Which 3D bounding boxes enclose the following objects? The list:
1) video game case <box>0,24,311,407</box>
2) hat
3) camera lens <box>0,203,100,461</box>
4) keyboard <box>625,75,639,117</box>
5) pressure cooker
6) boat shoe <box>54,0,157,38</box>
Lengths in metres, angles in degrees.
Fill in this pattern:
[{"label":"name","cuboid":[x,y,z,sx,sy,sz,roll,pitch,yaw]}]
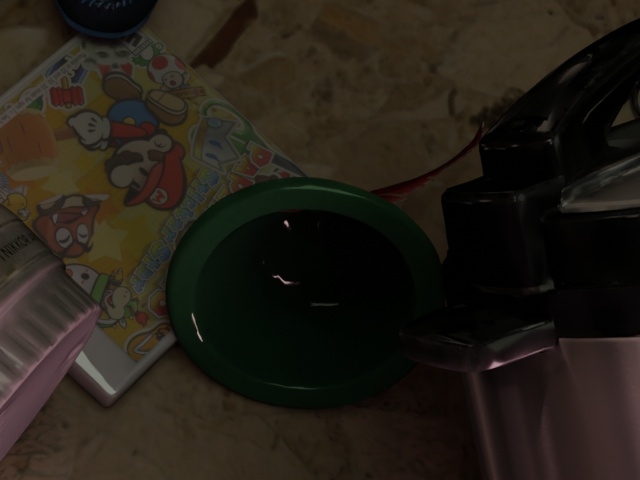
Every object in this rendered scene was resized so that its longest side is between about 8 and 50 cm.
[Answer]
[{"label":"video game case","cuboid":[-0.142,-0.031,1.038,0.206,0.026,0.227,43,60,4]},{"label":"hat","cuboid":[0.000,0.000,1.061,0.209,0.173,0.183,15,27,-10]},{"label":"camera lens","cuboid":[-0.291,0.032,0.846,0.274,0.219,0.219,38,60,1]},{"label":"keyboard","cuboid":[0.292,-0.069,1.202,0.201,0.033,0.317,44,59,5]},{"label":"pressure cooker","cuboid":[0.266,0.065,0.869,0.370,0.376,0.420,-34,113,-66]},{"label":"boat shoe","cuboid":[-0.149,-0.267,1.099,0.109,0.089,0.258,7,58,-12]}]
